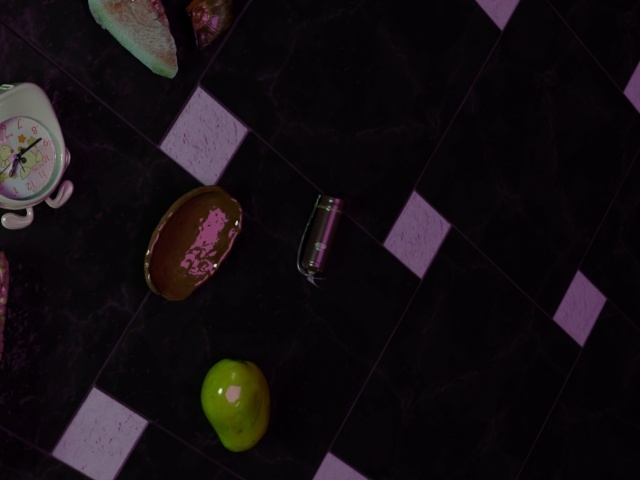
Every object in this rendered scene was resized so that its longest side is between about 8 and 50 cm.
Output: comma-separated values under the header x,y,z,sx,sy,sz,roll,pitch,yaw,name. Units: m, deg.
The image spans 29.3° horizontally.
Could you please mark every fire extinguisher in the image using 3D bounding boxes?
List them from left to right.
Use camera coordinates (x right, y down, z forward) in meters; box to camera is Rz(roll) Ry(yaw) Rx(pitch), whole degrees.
x,y,z,sx,sy,sz,roll,pitch,yaw,name
0.000,0.000,2.106,0.064,0.043,0.158,18,85,-8,fire extinguisher

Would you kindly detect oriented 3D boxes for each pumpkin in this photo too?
x,y,z,sx,sy,sz,roll,pitch,yaw,name
-0.177,-0.352,1.925,0.101,0.035,0.073,-43,132,-28,pumpkin

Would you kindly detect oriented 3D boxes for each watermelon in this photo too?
x,y,z,sx,sy,sz,roll,pitch,yaw,name
-0.262,-0.323,1.832,0.081,0.094,0.180,-56,140,-20,watermelon

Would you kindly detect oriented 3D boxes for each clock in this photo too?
x,y,z,sx,sy,sz,roll,pitch,yaw,name
-0.435,-0.118,1.741,0.151,0.062,0.191,-34,116,-30,clock

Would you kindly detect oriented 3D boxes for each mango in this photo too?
x,y,z,sx,sy,sz,roll,pitch,yaw,name
-0.136,0.266,2.021,0.117,0.089,0.163,-46,133,-32,mango

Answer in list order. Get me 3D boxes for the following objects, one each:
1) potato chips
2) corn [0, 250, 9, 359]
x,y,z,sx,sy,sz,roll,pitch,yaw,name
-0.210,0.000,1.940,0.150,0.049,0.202,42,70,-39,potato chips
-0.503,0.175,1.701,0.126,0.126,0.335,7,91,-38,corn
